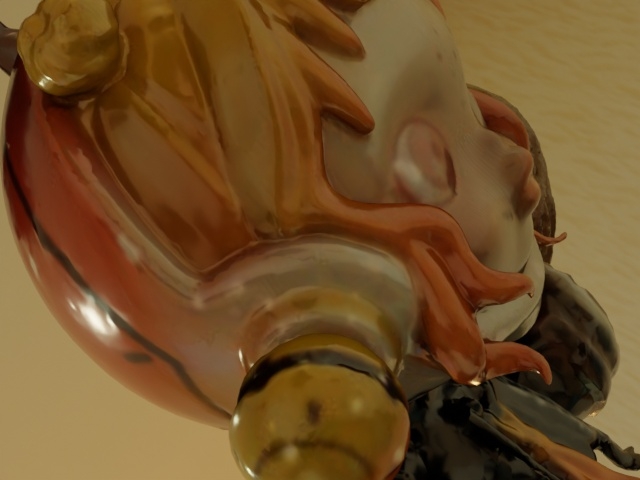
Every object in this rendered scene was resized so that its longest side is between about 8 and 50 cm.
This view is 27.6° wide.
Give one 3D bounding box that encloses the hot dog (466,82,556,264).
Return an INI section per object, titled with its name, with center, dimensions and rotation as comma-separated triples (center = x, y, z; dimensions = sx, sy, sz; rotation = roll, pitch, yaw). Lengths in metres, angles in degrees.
[hot dog]
center = 0.125, -0.044, 1.214
dimensions = 0.175, 0.114, 0.259
rotation = 0, -106, -9

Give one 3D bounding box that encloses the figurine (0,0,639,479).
[figurine]
center = -0.003, 0.004, 0.532
dimensions = 0.196, 0.320, 0.323
rotation = -28, -79, 23
